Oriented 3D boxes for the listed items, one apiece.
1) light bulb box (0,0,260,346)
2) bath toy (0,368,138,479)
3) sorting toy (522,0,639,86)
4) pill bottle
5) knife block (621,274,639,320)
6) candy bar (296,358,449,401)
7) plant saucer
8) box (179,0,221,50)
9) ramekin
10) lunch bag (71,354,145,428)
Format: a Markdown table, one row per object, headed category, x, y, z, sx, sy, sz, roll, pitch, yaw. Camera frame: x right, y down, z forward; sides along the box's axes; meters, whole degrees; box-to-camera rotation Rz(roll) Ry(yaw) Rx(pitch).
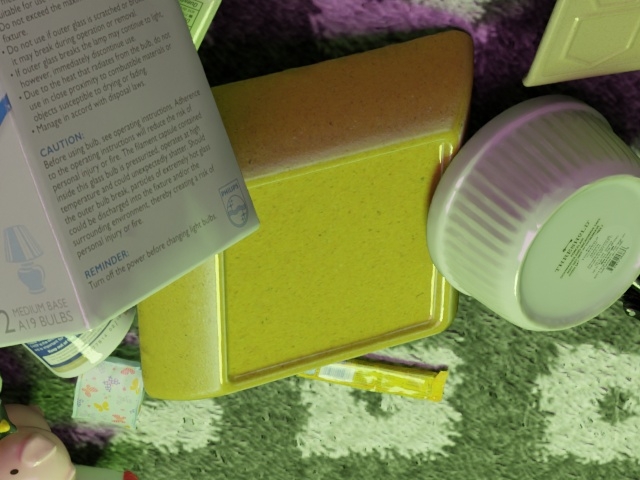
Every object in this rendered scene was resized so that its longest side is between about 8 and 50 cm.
| category | x | y | z | sx | sy | sz | roll | pitch | yaw |
| --- | --- | --- | --- | --- | --- | --- | --- | --- | --- |
| light bulb box | -0.295 | -0.111 | 1.460 | 0.358 | 0.225 | 0.361 | -12 | 103 | 36 |
| bath toy | -0.306 | 0.203 | 1.877 | 0.129 | 0.151 | 0.348 | -18 | 133 | 24 |
| sorting toy | 0.279 | -0.207 | 1.568 | 0.193 | 0.038 | 0.208 | -10 | 152 | -18 |
| pill bottle | -0.275 | 0.034 | 1.783 | 0.112 | 0.112 | 0.187 | -31 | 122 | 22 |
| knife block | 0.417 | 0.044 | 1.791 | 0.275 | 0.088 | 0.242 | -1 | 128 | 3 |
| candy bar | 0.051 | 0.137 | 1.915 | 0.161 | 0.018 | 0.040 | 11 | 124 | -7 |
| plant saucer | 0.000 | 0.000 | 1.690 | 0.333 | 0.081 | 0.333 | -15 | 130 | -19 |
| box | -0.204 | -0.144 | 1.636 | 0.148 | 0.121 | 0.311 | 21 | 125 | -15 |
| ramekin | 0.208 | -0.016 | 1.678 | 0.207 | 0.109 | 0.207 | -21 | 132 | -25 |
| lunch bag | -0.213 | 0.145 | 1.906 | 0.071 | 0.053 | 0.083 | 10 | 137 | -4 |
